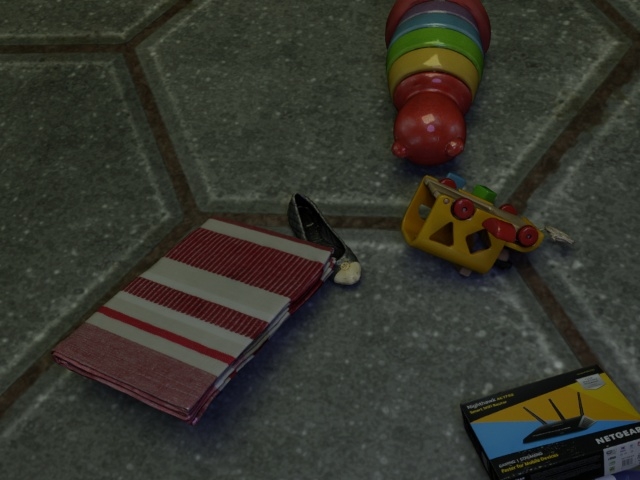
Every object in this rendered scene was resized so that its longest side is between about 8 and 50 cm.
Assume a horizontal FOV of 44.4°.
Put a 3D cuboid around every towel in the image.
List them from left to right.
[{"bbox_3d":[-0.157,0.086,1.036,0.237,0.037,0.329,16,42,30],"label":"towel"}]

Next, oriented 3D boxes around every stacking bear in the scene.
[{"bbox_3d":[0.175,-0.242,1.214,0.175,0.164,0.289,2,60,10],"label":"stacking bear"}]

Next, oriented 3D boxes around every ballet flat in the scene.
[{"bbox_3d":[0.000,0.000,1.125,0.057,0.049,0.173,-31,56,-13],"label":"ballet flat"}]

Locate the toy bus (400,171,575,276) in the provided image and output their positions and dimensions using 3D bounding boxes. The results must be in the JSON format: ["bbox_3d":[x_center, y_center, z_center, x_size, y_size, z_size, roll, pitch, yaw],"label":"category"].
[{"bbox_3d":[0.209,-0.006,1.064,0.202,0.191,0.104,36,110,29],"label":"toy bus"}]

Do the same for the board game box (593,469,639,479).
[{"bbox_3d":[0.319,0.321,0.859,0.201,0.035,0.136,-1,55,8],"label":"board game box"}]

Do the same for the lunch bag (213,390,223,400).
[{"bbox_3d":[-0.176,0.176,1.015,0.098,0.067,0.065,34,64,32],"label":"lunch bag"}]

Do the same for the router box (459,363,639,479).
[{"bbox_3d":[0.267,0.219,0.901,0.178,0.046,0.133,-15,28,-4],"label":"router box"}]
